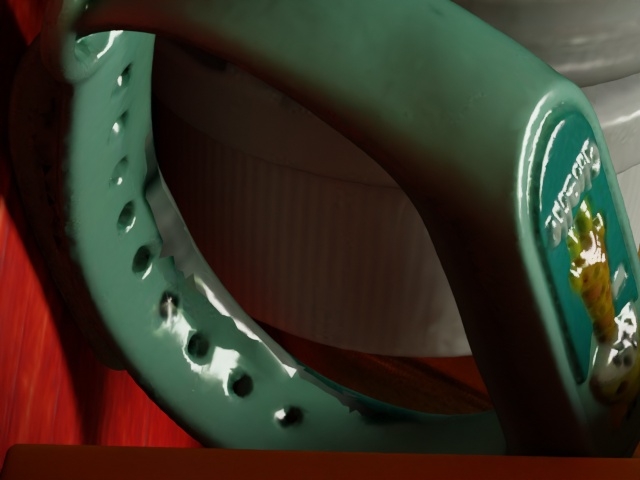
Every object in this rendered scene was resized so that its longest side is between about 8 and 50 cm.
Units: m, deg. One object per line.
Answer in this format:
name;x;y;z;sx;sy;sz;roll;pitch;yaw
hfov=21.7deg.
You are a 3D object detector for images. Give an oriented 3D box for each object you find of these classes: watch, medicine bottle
watch;0.000;0.000;0.511;0.068;0.195;0.237;-59;142;-32
medicine bottle;0.041;-0.135;0.606;0.245;0.245;0.306;-78;174;-54

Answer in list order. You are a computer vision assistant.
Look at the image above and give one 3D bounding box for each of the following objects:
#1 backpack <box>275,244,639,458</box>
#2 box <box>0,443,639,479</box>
backpack;0.136;0.002;0.859;0.378;0.354;0.201;-88;-164;-56
box;0.005;0.245;0.469;0.283;0.214;0.259;-82;169;-45
